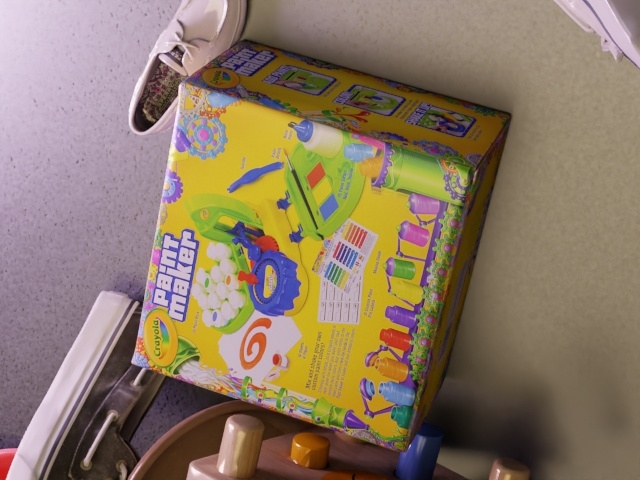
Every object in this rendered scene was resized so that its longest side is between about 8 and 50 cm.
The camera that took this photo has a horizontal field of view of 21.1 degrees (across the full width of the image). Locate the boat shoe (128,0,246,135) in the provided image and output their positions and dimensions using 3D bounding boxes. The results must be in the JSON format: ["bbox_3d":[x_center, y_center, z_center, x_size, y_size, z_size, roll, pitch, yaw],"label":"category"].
[{"bbox_3d":[-0.133,-0.178,1.652,0.066,0.063,0.184,39,116,1],"label":"boat shoe"}]

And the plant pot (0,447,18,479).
[{"bbox_3d":[-0.318,0.398,1.824,0.275,0.275,0.243,11,122,13],"label":"plant pot"}]

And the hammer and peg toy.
[{"bbox_3d":[0.089,0.264,1.583,0.361,0.266,0.127,23,109,33],"label":"hammer and peg toy"}]

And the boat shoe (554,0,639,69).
[{"bbox_3d":[0.252,-0.229,1.476,0.367,0.156,0.136,41,88,12],"label":"boat shoe"}]

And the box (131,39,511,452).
[{"bbox_3d":[0.000,0.000,1.613,0.279,0.177,0.290,17,114,10],"label":"box"}]

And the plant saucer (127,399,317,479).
[{"bbox_3d":[-0.099,0.287,1.732,0.041,0.278,0.278,24,122,51],"label":"plant saucer"}]

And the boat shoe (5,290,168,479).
[{"bbox_3d":[-0.227,0.207,1.704,0.119,0.335,0.121,21,158,3],"label":"boat shoe"}]
